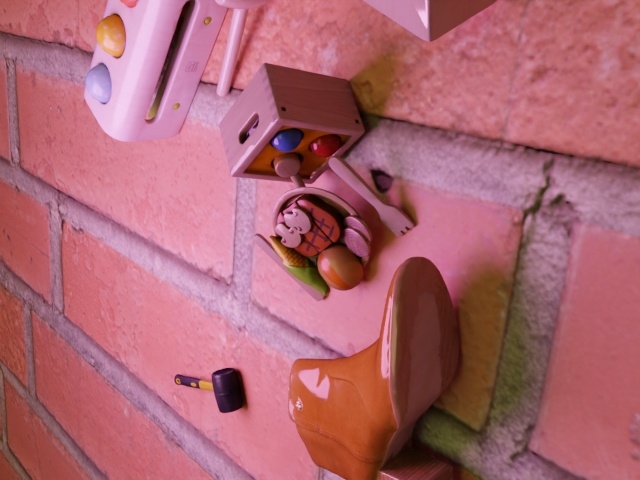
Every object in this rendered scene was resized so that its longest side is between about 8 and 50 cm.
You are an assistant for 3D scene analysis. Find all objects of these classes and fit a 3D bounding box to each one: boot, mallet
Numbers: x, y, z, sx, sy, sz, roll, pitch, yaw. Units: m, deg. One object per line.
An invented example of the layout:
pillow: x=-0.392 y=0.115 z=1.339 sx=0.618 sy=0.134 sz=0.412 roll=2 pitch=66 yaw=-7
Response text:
boot: x=0.040 y=0.149 z=0.764 sx=0.211 sy=0.104 sz=0.295 roll=10 pitch=111 yaw=47
mallet: x=-0.178 y=0.233 z=1.088 sx=0.190 sy=0.039 sz=0.062 roll=-18 pitch=87 yaw=54

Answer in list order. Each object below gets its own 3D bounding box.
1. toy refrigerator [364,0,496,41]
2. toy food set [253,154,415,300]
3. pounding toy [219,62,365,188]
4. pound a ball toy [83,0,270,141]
toy refrigerator: x=0.081 y=-0.300 z=0.531 sx=0.102 sy=0.094 sz=0.269 roll=45 pitch=161 yaw=33
toy food set: x=0.000 y=0.000 z=0.784 sx=0.132 sy=0.038 sz=0.192 roll=42 pitch=135 yaw=-5
pounding toy: x=-0.030 y=-0.103 z=0.778 sx=0.141 sy=0.130 sz=0.100 roll=-42 pitch=56 yaw=45
pound a ball toy: x=-0.208 y=-0.263 z=0.924 sx=0.208 sy=0.136 sz=0.319 roll=55 pitch=135 yaw=25
